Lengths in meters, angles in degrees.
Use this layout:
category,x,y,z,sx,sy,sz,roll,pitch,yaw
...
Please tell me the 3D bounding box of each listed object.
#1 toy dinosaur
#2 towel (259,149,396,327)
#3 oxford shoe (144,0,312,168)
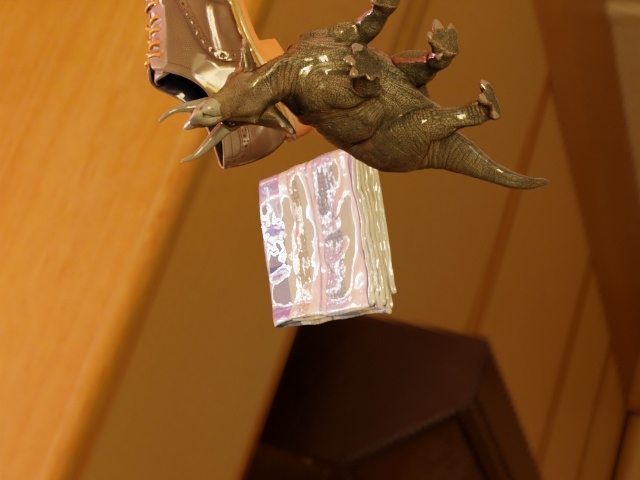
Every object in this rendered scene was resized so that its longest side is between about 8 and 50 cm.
category,x,y,z,sx,sy,sz,roll,pitch,yaw
toy dinosaur,0.045,-0.114,1.309,0.313,0.121,0.160,15,-28,-28
towel,0.000,0.000,2.019,0.034,0.209,0.285,-5,-5,-30
oxford shoe,-0.155,-0.251,1.844,0.364,0.132,0.130,56,-17,5
